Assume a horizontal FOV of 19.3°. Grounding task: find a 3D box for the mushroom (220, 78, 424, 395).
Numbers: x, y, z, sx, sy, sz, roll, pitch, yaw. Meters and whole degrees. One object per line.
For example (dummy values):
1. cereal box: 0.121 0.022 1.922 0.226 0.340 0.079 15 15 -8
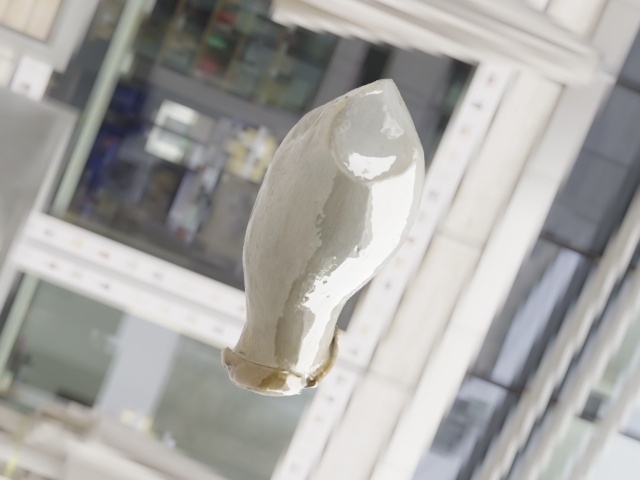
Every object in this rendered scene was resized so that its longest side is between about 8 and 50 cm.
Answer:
1. mushroom: 0.002 0.001 1.095 0.097 0.088 0.212 -108 -143 -58
